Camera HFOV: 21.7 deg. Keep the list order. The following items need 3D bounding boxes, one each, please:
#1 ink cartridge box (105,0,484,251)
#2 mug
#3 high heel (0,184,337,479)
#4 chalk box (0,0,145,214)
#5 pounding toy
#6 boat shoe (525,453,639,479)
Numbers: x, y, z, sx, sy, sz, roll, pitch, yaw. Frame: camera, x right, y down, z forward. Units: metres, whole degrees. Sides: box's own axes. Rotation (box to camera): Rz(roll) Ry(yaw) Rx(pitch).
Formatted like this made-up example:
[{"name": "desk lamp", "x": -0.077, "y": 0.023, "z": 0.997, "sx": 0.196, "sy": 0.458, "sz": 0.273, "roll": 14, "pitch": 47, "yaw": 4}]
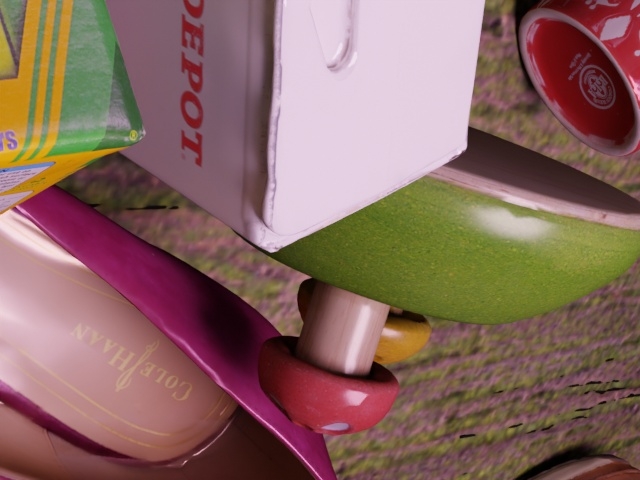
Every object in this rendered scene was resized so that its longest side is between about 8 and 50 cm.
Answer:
[{"name": "ink cartridge box", "x": -0.053, "y": -0.120, "z": 0.505, "sx": 0.092, "sy": 0.218, "sz": 0.158, "roll": -25, "pitch": 135, "yaw": -35}, {"name": "mug", "x": 0.200, "y": -0.114, "z": 0.886, "sx": 0.169, "sy": 0.113, "sz": 0.150, "roll": -36, "pitch": 138, "yaw": -18}, {"name": "high heel", "x": -0.134, "y": 0.020, "z": 0.553, "sx": 0.377, "sy": 0.181, "sz": 0.127, "roll": 16, "pitch": 109, "yaw": -52}, {"name": "chalk box", "x": -0.159, "y": -0.099, "z": 0.440, "sx": 0.132, "sy": 0.132, "sz": 0.213, "roll": -15, "pitch": 84, "yaw": -43}, {"name": "pounding toy", "x": 0.000, "y": 0.000, "z": 0.637, "sx": 0.183, "sy": 0.237, "sz": 0.110, "roll": 7, "pitch": 105, "yaw": -50}, {"name": "boat shoe", "x": 0.112, "y": 0.273, "z": 1.082, "sx": 0.324, "sy": 0.120, "sz": 0.122, "roll": -37, "pitch": 140, "yaw": -22}]
